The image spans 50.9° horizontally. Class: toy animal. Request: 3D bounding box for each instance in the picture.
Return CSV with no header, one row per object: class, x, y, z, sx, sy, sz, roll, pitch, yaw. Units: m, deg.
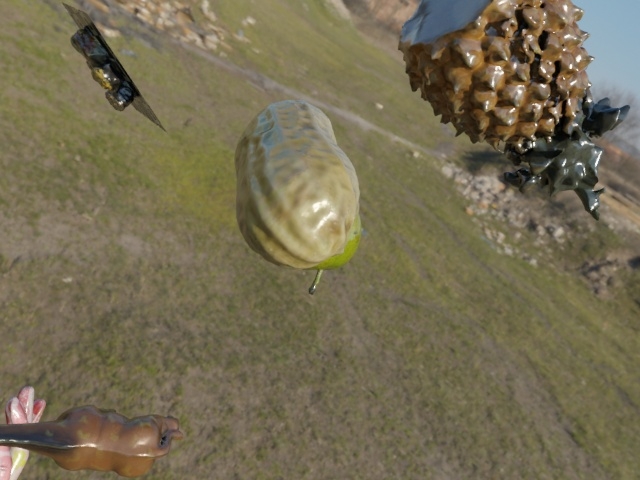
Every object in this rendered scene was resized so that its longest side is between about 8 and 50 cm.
toy animal,-0.268,0.198,0.684,0.224,0.066,0.229,9,-5,5

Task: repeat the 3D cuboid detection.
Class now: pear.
pear,0.000,0.000,1.351,0.180,0.166,0.216,4,78,-45

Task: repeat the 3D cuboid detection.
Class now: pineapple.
pineapple,0.275,-0.184,0.873,0.357,0.223,0.223,45,13,-22

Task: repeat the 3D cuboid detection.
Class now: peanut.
peanut,-0.029,-0.082,0.821,0.153,0.140,0.325,26,24,-16

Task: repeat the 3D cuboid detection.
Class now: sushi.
sushi,-0.340,-0.262,1.057,0.193,0.040,0.210,36,-19,51

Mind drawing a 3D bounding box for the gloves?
gloves,-0.475,0.313,0.941,0.241,0.145,0.126,-33,96,-51
